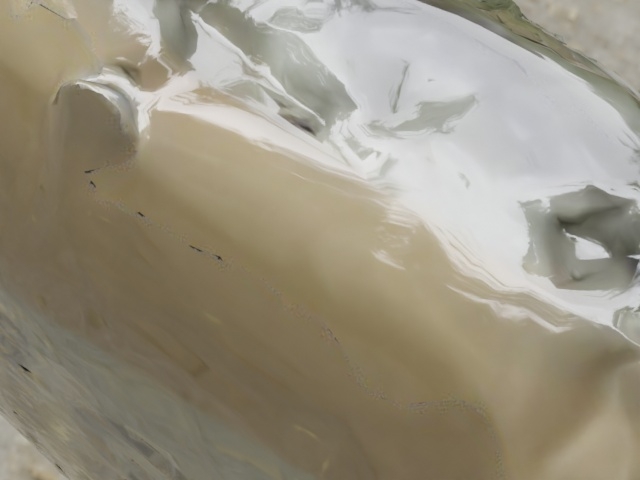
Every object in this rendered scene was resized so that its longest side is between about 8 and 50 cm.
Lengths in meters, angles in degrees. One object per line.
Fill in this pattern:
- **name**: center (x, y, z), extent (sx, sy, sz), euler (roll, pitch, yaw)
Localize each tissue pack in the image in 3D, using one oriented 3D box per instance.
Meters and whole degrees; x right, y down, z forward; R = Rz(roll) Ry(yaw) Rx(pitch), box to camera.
- **tissue pack**: center (0.000, 0.000, 0.505), extent (0.390, 0.195, 0.375), euler (37, -11, 11)
